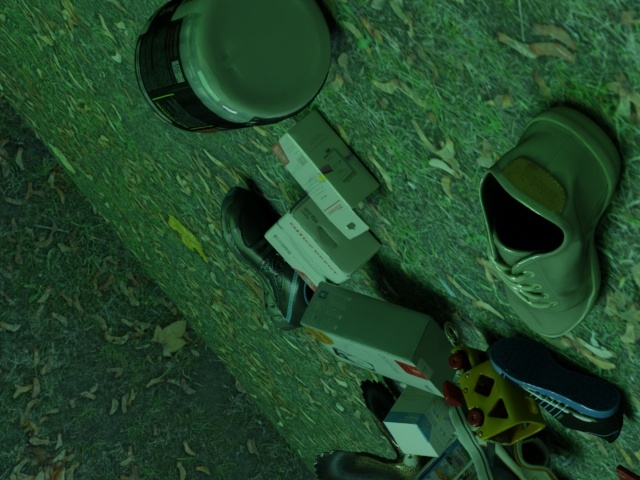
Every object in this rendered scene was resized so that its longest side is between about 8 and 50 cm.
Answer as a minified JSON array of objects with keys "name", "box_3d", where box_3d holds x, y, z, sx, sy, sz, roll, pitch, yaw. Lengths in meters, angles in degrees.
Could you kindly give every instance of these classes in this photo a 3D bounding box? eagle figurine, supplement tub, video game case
[{"name":"eagle figurine","box_3d":[0.162,0.464,2.455,0.298,0.226,0.225,28,122,7]},{"name":"supplement tub","box_3d":[-0.140,-0.259,1.621,0.207,0.207,0.338,54,161,-18]},{"name":"video game case","box_3d":[0.260,0.507,2.371,0.015,0.166,0.119,18,146,57]}]

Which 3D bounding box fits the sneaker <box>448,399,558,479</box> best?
[{"name":"sneaker","box_3d":[0.330,0.369,2.024,0.126,0.127,0.321,48,-171,-26]}]

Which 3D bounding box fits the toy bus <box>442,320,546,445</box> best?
[{"name":"toy bus","box_3d":[0.285,0.224,1.820,0.104,0.191,0.202,-32,104,28]}]

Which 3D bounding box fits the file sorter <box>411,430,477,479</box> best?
[{"name":"file sorter","box_3d":[0.339,0.532,2.236,0.278,0.173,0.193,51,162,-13]}]

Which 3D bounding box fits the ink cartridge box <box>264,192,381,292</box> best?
[{"name":"ink cartridge box","box_3d":[0.000,0.000,2.031,0.158,0.092,0.218,48,164,-2]}]

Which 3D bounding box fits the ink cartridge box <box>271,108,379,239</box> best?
[{"name":"ink cartridge box","box_3d":[0.019,-0.102,1.813,0.198,0.067,0.115,50,163,-3]}]

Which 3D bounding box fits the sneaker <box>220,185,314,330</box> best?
[{"name":"sneaker","box_3d":[-0.079,0.028,2.292,0.139,0.125,0.341,-9,123,36]}]

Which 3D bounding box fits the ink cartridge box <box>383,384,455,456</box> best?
[{"name":"ink cartridge box","box_3d":[0.206,0.329,2.189,0.089,0.143,0.092,-4,128,46]}]

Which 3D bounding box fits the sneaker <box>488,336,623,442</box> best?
[{"name":"sneaker","box_3d":[0.351,0.228,1.714,0.232,0.081,0.090,29,147,42]}]

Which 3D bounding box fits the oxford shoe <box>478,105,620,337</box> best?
[{"name":"oxford shoe","box_3d":[0.259,0.008,1.393,0.169,0.130,0.449,38,161,22]}]

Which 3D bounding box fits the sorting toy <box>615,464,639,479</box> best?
[{"name":"sorting toy","box_3d":[0.539,0.475,1.859,0.132,0.046,0.275,31,156,41]}]

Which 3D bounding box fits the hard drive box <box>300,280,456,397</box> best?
[{"name":"hard drive box","box_3d":[0.109,0.172,1.999,0.232,0.089,0.181,16,161,33]}]
